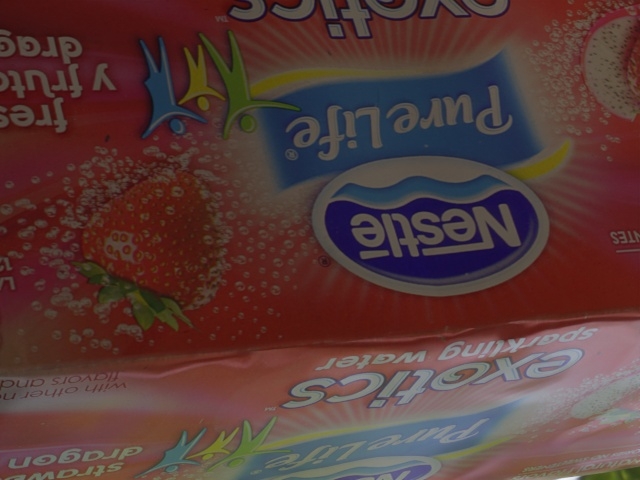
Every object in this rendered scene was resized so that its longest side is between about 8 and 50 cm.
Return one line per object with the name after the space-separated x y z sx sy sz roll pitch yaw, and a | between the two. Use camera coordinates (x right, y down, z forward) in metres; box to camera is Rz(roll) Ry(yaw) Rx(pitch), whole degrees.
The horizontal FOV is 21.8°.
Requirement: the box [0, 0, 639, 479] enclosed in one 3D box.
0.000 0.000 0.533 0.300 0.154 0.142 -4 -118 -25 | box
